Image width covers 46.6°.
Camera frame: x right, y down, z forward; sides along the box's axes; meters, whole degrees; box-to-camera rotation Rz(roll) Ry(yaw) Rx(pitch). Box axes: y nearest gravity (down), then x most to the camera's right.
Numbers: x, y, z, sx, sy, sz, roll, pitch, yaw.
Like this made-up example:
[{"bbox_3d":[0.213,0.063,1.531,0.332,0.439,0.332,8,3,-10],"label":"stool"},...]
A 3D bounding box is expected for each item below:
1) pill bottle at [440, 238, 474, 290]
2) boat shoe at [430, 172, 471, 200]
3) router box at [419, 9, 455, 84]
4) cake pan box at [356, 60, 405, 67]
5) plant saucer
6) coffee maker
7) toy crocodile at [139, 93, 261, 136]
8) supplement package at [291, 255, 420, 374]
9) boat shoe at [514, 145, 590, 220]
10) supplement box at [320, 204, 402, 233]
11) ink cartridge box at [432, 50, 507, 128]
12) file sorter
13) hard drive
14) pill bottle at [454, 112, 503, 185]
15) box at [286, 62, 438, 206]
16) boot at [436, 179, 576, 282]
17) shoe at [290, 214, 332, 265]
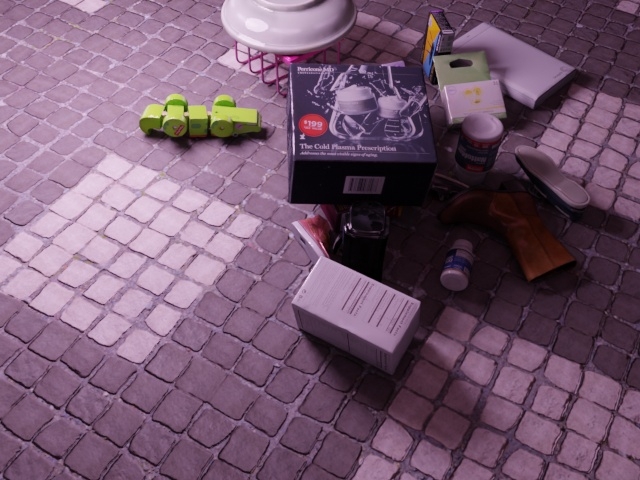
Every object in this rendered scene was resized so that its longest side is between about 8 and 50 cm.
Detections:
[{"bbox_3d":[0.329,0.056,1.775,0.067,0.067,0.120,15,50,10],"label":"pill bottle"},{"bbox_3d":[0.322,-0.138,1.966,0.206,0.075,0.065,23,94,10],"label":"boat shoe"},{"bbox_3d":[0.354,-0.588,2.268,0.046,0.179,0.133,-6,48,-10],"label":"router box"},{"bbox_3d":[0.146,-0.351,2.043,0.245,0.070,0.267,-13,84,-17],"label":"cake pan box"},{"bbox_3d":[-0.092,-0.692,2.150,0.400,0.101,0.401,0,48,0],"label":"plant saucer"},{"bbox_3d":[0.108,0.023,1.720,0.120,0.178,0.171,-14,51,-13],"label":"coffee maker"},{"bbox_3d":[-0.334,-0.334,2.076,0.340,0.105,0.115,0,48,-9],"label":"toy crocodile"},{"bbox_3d":[0.079,0.162,1.611,0.244,0.139,0.134,25,66,17],"label":"supplement package"},{"bbox_3d":[0.603,-0.154,1.964,0.095,0.079,0.254,-28,58,-27],"label":"boat shoe"},{"bbox_3d":[0.105,-0.100,1.893,0.188,0.081,0.104,-15,52,-16],"label":"supplement box"},{"bbox_3d":[0.434,-0.448,2.168,0.171,0.056,0.235,-8,79,-8],"label":"ink cartridge box"},{"bbox_3d":[-0.101,-0.567,2.227,0.202,0.182,0.290,-32,56,-25],"label":"file sorter"},{"bbox_3d":[0.589,-0.557,2.339,0.353,0.047,0.233,37,57,26],"label":"hard drive"},{"bbox_3d":[0.412,-0.236,1.959,0.107,0.180,0.108,1,49,-1],"label":"pill bottle"},{"bbox_3d":[0.089,-0.262,1.833,0.342,0.179,0.313,0,57,-6],"label":"box"},{"bbox_3d":[0.455,-0.005,1.845,0.264,0.096,0.281,-10,57,-21],"label":"boot"},{"bbox_3d":[0.000,0.000,1.805,0.081,0.064,0.178,-21,43,-17],"label":"shoe"}]
